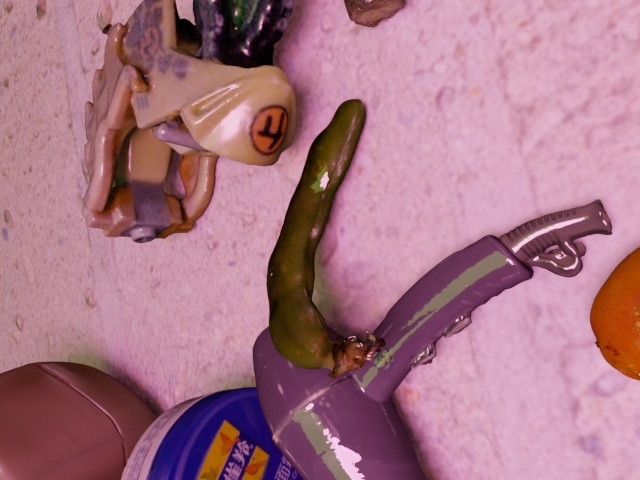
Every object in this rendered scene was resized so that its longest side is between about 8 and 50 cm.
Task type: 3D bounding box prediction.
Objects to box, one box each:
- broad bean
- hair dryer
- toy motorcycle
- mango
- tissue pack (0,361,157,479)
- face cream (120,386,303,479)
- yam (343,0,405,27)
[{"bbox_3d":[0.000,0.000,0.502,0.144,0.049,0.292,-34,41,39],"label":"broad bean"},{"bbox_3d":[0.108,0.112,0.446,0.361,0.121,0.301,-51,56,20],"label":"hair dryer"},{"bbox_3d":[-0.161,-0.145,0.613,0.410,0.168,0.237,-28,69,42],"label":"toy motorcycle"},{"bbox_3d":[0.238,0.044,0.366,0.080,0.060,0.114,52,124,41],"label":"mango"},{"bbox_3d":[-0.376,0.374,0.747,0.267,0.277,0.387,20,106,29],"label":"tissue pack"},{"bbox_3d":[-0.097,0.261,0.550,0.111,0.206,0.206,-21,79,38],"label":"face cream"},{"bbox_3d":[0.027,-0.334,0.517,0.061,0.061,0.253,-20,79,38],"label":"yam"}]
